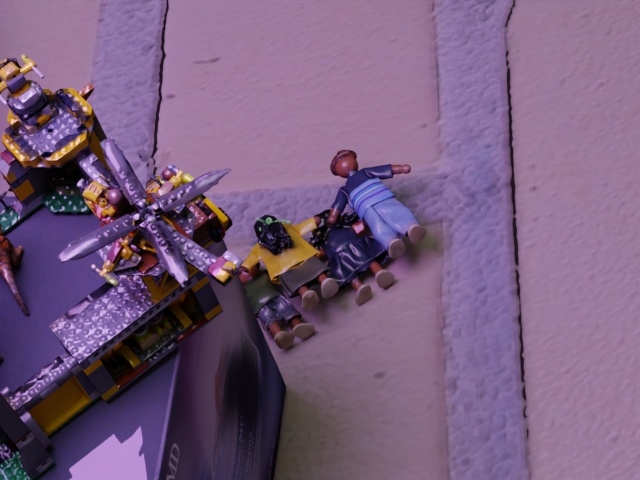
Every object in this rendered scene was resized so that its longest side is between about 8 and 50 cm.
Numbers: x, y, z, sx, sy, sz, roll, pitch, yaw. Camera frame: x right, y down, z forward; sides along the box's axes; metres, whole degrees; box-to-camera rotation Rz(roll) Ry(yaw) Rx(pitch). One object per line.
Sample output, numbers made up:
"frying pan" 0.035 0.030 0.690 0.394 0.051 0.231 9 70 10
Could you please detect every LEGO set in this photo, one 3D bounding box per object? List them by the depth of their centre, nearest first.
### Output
"LEGO set" -0.222 0.014 0.913 0.331 0.192 0.255 -31 57 -9

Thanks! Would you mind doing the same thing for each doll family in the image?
"doll family" 0.000 0.000 1.306 0.193 0.076 0.111 -28 52 -12

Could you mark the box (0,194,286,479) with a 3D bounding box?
"box" -0.149 0.167 1.096 0.182 0.294 0.296 0 59 12
